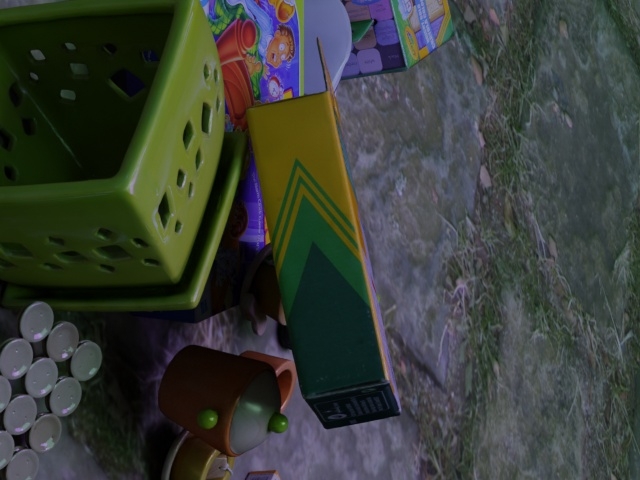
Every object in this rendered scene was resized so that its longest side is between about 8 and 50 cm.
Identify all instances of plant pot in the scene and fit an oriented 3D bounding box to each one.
[{"bbox_3d":[-0.196,-0.060,1.574,0.207,0.228,0.227,63,33,-47],"label":"plant pot"}]

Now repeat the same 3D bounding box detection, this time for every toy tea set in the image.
[{"bbox_3d":[-0.035,0.126,1.820,0.336,0.124,0.200,-53,153,-33],"label":"toy tea set"}]

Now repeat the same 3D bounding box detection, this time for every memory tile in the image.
[{"bbox_3d":[-0.255,0.135,1.582,0.113,0.012,0.148,45,69,-46],"label":"memory tile"}]

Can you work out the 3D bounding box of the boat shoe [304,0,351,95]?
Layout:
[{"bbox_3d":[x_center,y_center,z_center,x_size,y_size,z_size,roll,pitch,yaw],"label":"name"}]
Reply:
[{"bbox_3d":[-0.031,-0.157,2.047,0.084,0.095,0.258,130,-23,-69],"label":"boat shoe"}]

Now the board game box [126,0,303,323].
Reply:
[{"bbox_3d":[-0.102,-0.112,1.836,0.233,0.078,0.347,-23,115,-61],"label":"board game box"}]

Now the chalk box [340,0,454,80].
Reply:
[{"bbox_3d":[0.054,-0.270,2.170,0.213,0.132,0.132,-39,119,-59],"label":"chalk box"}]

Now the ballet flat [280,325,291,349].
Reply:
[{"bbox_3d":[-0.004,0.054,2.083,0.057,0.049,0.173,53,41,-45],"label":"ballet flat"}]

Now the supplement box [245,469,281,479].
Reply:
[{"bbox_3d":[-0.066,0.300,1.931,0.062,0.036,0.098,66,33,-30],"label":"supplement box"}]

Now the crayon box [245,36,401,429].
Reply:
[{"bbox_3d":[0.000,0.000,1.689,0.203,0.083,0.323,68,11,-75],"label":"crayon box"}]
